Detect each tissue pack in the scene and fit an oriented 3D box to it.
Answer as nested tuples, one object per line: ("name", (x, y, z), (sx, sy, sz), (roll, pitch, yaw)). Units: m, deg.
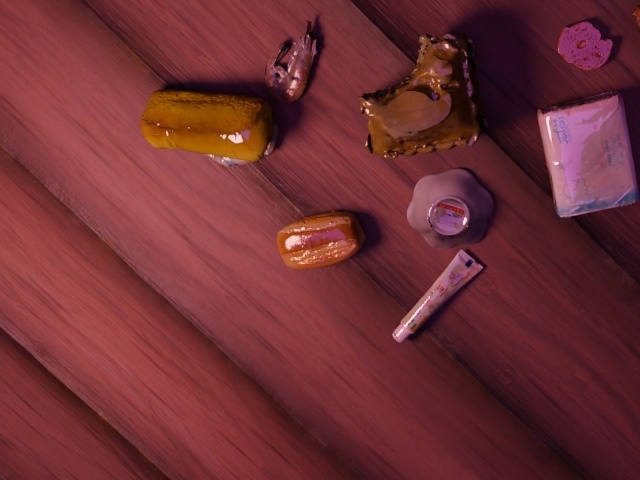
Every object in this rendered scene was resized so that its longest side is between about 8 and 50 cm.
("tissue pack", (0.652, -0.208, 1.708), (0.201, 0.124, 0.271), (-13, 103, 12))

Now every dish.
("dish", (0.338, -0.072, 1.837), (0.229, 0.081, 0.230), (3, 107, 11))

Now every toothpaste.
("toothpaste", (0.312, 0.162, 1.933), (0.314, 0.058, 0.056), (-49, 49, 17))

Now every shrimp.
("shrimp", (-0.079, -0.468, 1.822), (0.126, 0.047, 0.223), (26, 112, 14))

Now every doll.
("doll", (-0.208, -0.259, 1.899), (0.214, 0.071, 0.104), (-16, 109, 10))

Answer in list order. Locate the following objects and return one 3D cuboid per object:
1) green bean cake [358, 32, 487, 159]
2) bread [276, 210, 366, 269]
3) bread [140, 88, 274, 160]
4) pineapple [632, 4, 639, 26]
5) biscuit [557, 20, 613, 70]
("green bean cake", (0.238, -0.348, 1.709), (0.309, 0.202, 0.285), (-11, 103, 15))
("bread", (0.000, 0.000, 1.918), (0.236, 0.106, 0.140), (-14, 102, 15))
("bread", (-0.304, -0.310, 1.834), (0.383, 0.112, 0.166), (11, 89, 22))
("pineapple", (0.822, -0.433, 1.606), (0.130, 0.119, 0.277), (-35, 100, 0))
("biscuit", (0.632, -0.467, 1.683), (0.130, 0.019, 0.102), (32, 111, 0))
